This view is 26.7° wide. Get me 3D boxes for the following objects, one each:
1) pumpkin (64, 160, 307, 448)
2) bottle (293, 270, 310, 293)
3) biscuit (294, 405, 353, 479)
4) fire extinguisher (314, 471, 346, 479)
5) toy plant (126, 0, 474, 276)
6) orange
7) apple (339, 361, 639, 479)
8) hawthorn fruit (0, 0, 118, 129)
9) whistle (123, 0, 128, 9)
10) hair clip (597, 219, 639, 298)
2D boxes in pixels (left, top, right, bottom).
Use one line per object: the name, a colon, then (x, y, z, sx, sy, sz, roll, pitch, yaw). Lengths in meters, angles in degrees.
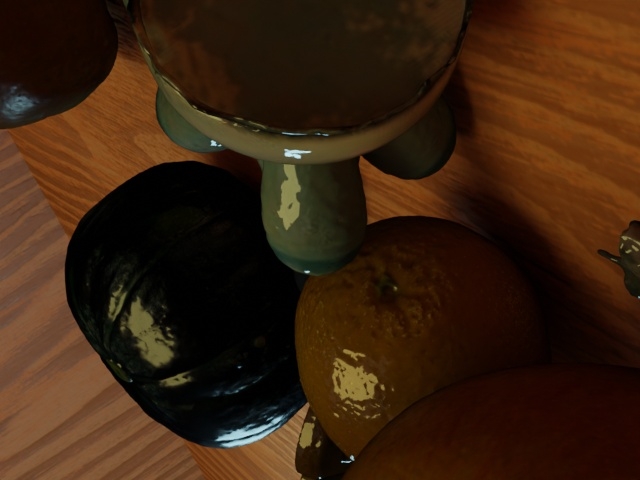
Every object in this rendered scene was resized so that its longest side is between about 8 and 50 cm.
pumpkin: (-0.145, 0.080, 1.651, 0.363, 0.266, 0.363, 44, 157, 24)
bottle: (0.000, 0.000, 1.429, 0.082, 0.072, 0.244, 50, 162, 32)
biscuit: (0.036, 0.247, 1.474, 0.064, 0.283, 0.432, 23, 150, 14)
fire extinguisher: (0.058, 0.277, 1.258, 0.113, 0.376, 0.200, 62, 159, -17)
toy plant: (-0.011, -0.111, 1.018, 0.247, 0.247, 0.332, 50, 167, 18)
orange: (0.085, 0.092, 1.124, 0.236, 0.236, 0.236, 49, 161, 22)
apple: (0.160, 0.273, 0.901, 0.400, 0.334, 0.400, -173, 90, -66)
hawthorn fruit: (-0.415, -0.268, 1.673, 0.268, 0.301, 0.267, 30, 133, 38)
whistle: (-0.105, -0.221, 1.292, 0.274, 0.093, 0.186, 36, 154, 40)
hair clip: (0.258, 0.051, 0.865, 0.187, 0.056, 0.146, 39, 163, 37)
